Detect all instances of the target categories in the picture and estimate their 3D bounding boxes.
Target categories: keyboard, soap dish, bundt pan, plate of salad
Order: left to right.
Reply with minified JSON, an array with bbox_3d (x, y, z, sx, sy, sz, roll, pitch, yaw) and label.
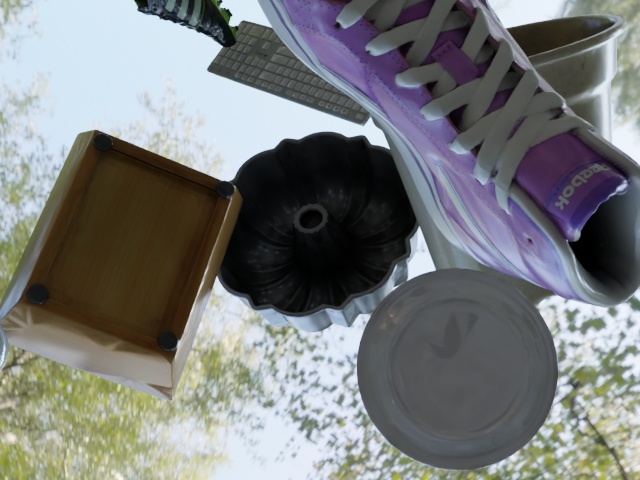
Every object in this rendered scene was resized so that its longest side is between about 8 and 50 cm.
[{"bbox_3d":[-0.234,0.019,1.242,0.229,0.118,0.291,22,-118,-11],"label":"soap dish"},{"bbox_3d":[-0.023,-0.176,1.053,0.256,0.014,0.072,26,-96,44],"label":"keyboard"},{"bbox_3d":[0.000,0.000,1.555,0.331,0.124,0.331,-8,-125,11],"label":"bundt pan"},{"bbox_3d":[0.136,0.128,1.029,0.200,0.048,0.200,0,-98,2],"label":"plate of salad"}]

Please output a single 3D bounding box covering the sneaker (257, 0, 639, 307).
[{"bbox_3d":[0.081,-0.077,0.511,0.102,0.161,0.282,-44,-62,-3],"label":"sneaker"}]

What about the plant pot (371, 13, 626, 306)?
[{"bbox_3d":[0.233,-0.090,1.275,0.334,0.334,0.305,-21,-74,-22],"label":"plant pot"}]

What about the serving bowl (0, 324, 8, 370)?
[{"bbox_3d":[-0.343,0.100,1.007,0.083,0.027,0.083,23,-129,-31],"label":"serving bowl"}]

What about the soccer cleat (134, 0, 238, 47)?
[{"bbox_3d":[-0.146,-0.246,1.041,0.072,0.179,0.060,-36,-125,7],"label":"soccer cleat"}]
